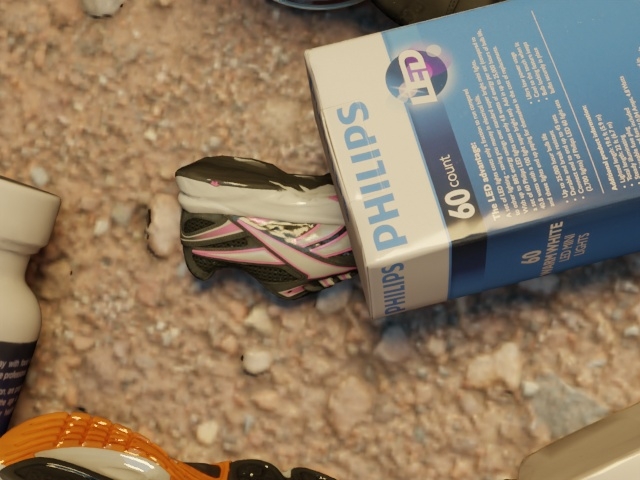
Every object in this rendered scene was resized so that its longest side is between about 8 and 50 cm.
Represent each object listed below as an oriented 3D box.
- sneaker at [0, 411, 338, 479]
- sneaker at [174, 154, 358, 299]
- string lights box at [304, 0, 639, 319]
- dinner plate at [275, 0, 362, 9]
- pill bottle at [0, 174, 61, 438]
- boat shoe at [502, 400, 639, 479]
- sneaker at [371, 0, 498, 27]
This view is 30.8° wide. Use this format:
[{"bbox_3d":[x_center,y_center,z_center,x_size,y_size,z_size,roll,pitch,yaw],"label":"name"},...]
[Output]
[{"bbox_3d":[-0.072,0.193,0.687,0.263,0.099,0.121,19,117,-1],"label":"sneaker"},{"bbox_3d":[0.000,0.000,0.696,0.178,0.072,0.077,10,111,7],"label":"sneaker"},{"bbox_3d":[0.134,-0.061,0.613,0.260,0.076,0.133,-14,64,-1],"label":"string lights box"},{"bbox_3d":[0.002,-0.211,0.721,0.141,0.017,0.141,0,86,7],"label":"dinner plate"},{"bbox_3d":[-0.252,0.079,0.670,0.153,0.153,0.264,20,90,7],"label":"pill bottle"},{"bbox_3d":[0.275,0.137,0.630,0.341,0.127,0.158,-27,91,13],"label":"boat shoe"},{"bbox_3d":[0.123,-0.232,0.674,0.130,0.109,0.286,37,89,-13],"label":"sneaker"}]
